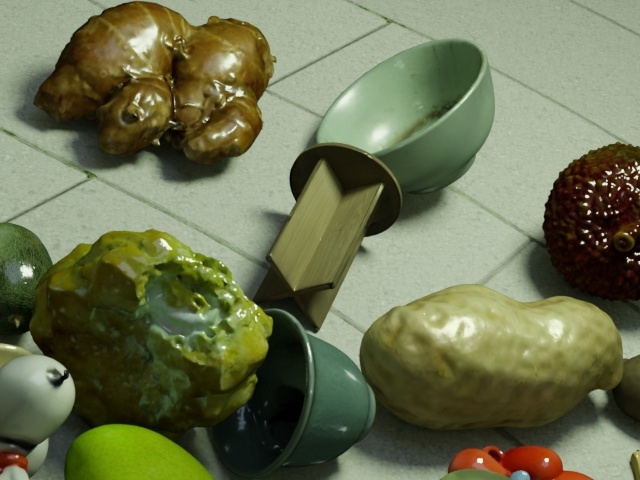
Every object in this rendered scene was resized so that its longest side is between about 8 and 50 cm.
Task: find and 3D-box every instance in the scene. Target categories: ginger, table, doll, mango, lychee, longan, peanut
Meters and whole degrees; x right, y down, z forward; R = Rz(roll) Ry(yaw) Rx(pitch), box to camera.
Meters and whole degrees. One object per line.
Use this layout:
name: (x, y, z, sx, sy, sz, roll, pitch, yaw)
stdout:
ginger: (-0.238, -0.225, 2.132, 0.357, 0.152, 0.274, 8, 58, -14)
table: (0.000, 0.000, 1.960, 0.167, 0.167, 0.227, 23, 46, 4)
doll: (0.275, 0.336, 1.666, 0.290, 0.130, 0.161, 43, 47, 7)
doll: (-0.351, 0.239, 1.514, 0.144, 0.208, 0.272, 22, 68, -32)
mango: (-0.168, 0.305, 1.487, 0.185, 0.149, 0.273, 15, 36, -27)
lychee: (0.441, -0.031, 2.122, 0.235, 0.236, 0.271, 17, 20, -3)
longan: (0.442, 0.195, 1.946, 0.106, 0.106, 0.119, -13, 33, -35)
peanut: (0.225, 0.148, 1.852, 0.387, 0.170, 0.192, 3, 39, -26)

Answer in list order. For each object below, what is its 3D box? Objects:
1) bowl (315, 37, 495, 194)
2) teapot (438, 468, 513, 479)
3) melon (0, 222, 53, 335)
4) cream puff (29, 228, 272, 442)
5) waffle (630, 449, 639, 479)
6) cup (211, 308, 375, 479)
bowl: (0.151, -0.164, 2.181, 0.146, 0.289, 0.289, 56, 18, -29)
teapot: (0.178, 0.380, 1.480, 0.321, 0.239, 0.239, 35, 41, 18)
melon: (-0.377, 0.049, 1.747, 0.114, 0.114, 0.167, 1, 38, -23)
cream puff: (-0.186, 0.098, 1.658, 0.281, 0.282, 0.185, 28, 27, 10)
waffle: (0.479, 0.324, 1.859, 0.152, 0.023, 0.097, 12, 39, -7)
cup: (-0.016, 0.192, 1.702, 0.150, 0.199, 0.199, 16, 33, -36)
